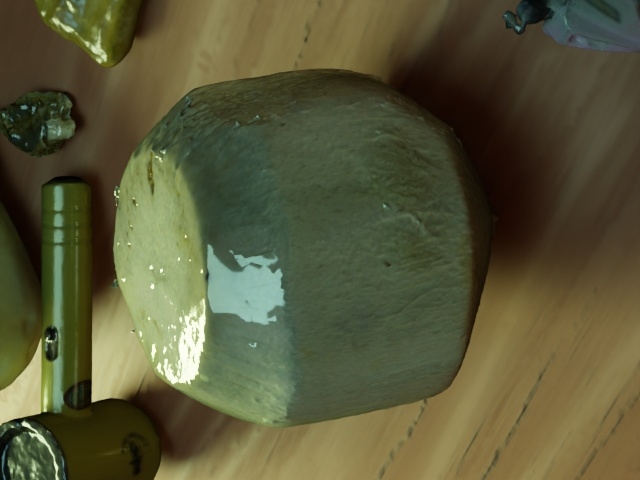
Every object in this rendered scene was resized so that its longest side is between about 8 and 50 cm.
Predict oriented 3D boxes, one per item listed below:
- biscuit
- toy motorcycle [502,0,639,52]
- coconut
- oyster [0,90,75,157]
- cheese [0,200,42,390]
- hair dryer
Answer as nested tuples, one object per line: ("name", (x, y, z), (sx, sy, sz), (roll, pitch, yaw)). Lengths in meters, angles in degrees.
("biscuit", (-0.190, -0.239, 1.490), (0.174, 0.039, 0.183), (30, 125, 19))
("toy motorcycle", (0.142, -0.228, 1.176), (0.327, 0.143, 0.188), (42, 139, -11))
("coconut", (0.000, 0.000, 1.352), (0.245, 0.247, 0.245), (27, 121, 58))
("oyster", (-0.233, -0.091, 1.600), (0.093, 0.034, 0.051), (-19, 92, 44))
("cheese", (-0.338, 0.013, 1.639), (0.248, 0.174, 0.251), (38, 124, 16))
("hair dryer", (-0.197, 0.086, 1.619), (0.090, 0.135, 0.278), (5, 98, 34))
